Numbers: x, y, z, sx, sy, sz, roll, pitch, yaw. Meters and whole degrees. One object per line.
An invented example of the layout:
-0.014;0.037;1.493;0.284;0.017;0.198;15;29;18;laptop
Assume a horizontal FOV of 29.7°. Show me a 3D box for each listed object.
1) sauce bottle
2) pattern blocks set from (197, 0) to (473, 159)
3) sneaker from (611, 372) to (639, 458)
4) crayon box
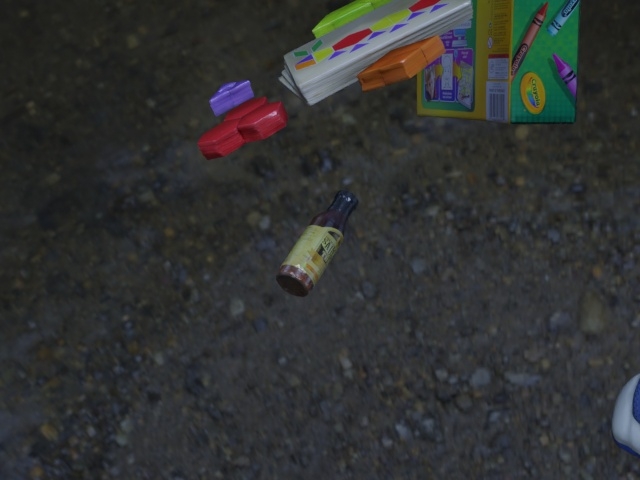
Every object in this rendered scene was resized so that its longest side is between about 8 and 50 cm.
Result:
0.000;0.000;1.248;0.042;0.042;0.128;17;58;25;sauce bottle
0.046;-0.180;1.104;0.325;0.026;0.285;-23;22;10;pattern blocks set
0.267;0.177;0.640;0.131;0.296;0.112;-28;2;38;sneaker
0.194;-0.219;1.373;0.081;0.165;0.278;-2;8;-16;crayon box
